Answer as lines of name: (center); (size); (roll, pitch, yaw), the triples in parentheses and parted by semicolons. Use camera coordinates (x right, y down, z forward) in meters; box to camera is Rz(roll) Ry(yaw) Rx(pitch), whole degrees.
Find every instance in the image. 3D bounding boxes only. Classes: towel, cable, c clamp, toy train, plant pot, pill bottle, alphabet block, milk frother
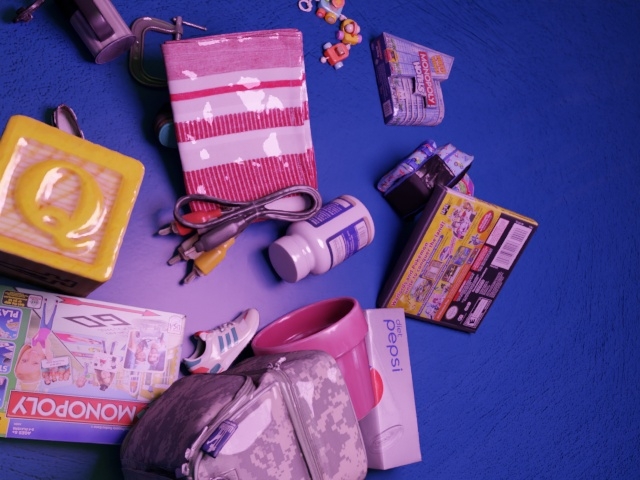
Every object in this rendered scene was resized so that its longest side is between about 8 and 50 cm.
towel: (-0.129, -0.187, 1.120); (0.237, 0.037, 0.329); (-12, 110, -16)
cable: (-0.143, -0.046, 1.134); (0.287, 0.072, 0.139); (-29, 99, -19)
c clamp: (-0.282, -0.348, 1.189); (0.137, 0.022, 0.161); (13, 71, -27)
toy train: (0.030, -0.455, 1.378); (0.125, 0.046, 0.166); (-30, 94, -32)
plant pot: (0.003, 0.219, 1.116); (0.201, 0.201, 0.180); (-27, 101, -32)
pill bottle: (0.000, 0.000, 1.211); (0.186, 0.112, 0.112); (-30, 94, -31)
alphabet block: (-0.392, -0.038, 0.947); (0.193, 0.197, 0.192); (19, 69, -24)
milk frother: (-0.413, -0.360, 1.086); (0.143, 0.129, 0.135); (-33, 96, 12)

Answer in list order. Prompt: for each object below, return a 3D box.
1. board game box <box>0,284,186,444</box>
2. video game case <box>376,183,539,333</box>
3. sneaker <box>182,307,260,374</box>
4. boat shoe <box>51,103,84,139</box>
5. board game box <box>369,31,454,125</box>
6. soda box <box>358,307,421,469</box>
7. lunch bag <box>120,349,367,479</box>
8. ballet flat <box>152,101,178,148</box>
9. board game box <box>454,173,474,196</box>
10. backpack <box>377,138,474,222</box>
board game box: (-0.377, 0.195, 0.989); (0.317, 0.046, 0.214); (13, 71, -27)
video game case: (0.277, 0.045, 1.309); (0.248, 0.035, 0.275); (16, 110, -26)
sneaker: (-0.170, 0.166, 1.106); (0.075, 0.057, 0.161); (46, 63, -17)
boat shoe: (-0.409, -0.162, 1.061); (0.046, 0.038, 0.125); (-12, 84, -31)
board game box: (0.221, -0.358, 1.455); (0.194, 0.060, 0.194); (-6, 81, -30)
soda box: (0.109, 0.273, 1.213); (0.098, 0.091, 0.286); (3, 76, -36)
lunch bag: (-0.121, 0.289, 0.911); (0.256, 0.305, 0.213); (-18, 89, -37)
ballet flat: (-0.162, -0.202, 1.179); (0.280, 0.095, 0.096); (10, 40, -24)
board game box: (0.300, -0.103, 1.452); (0.133, 0.033, 0.169); (20, 69, -24)
backpack: (0.226, -0.141, 1.345); (0.173, 0.158, 0.117); (-42, 92, -25)
